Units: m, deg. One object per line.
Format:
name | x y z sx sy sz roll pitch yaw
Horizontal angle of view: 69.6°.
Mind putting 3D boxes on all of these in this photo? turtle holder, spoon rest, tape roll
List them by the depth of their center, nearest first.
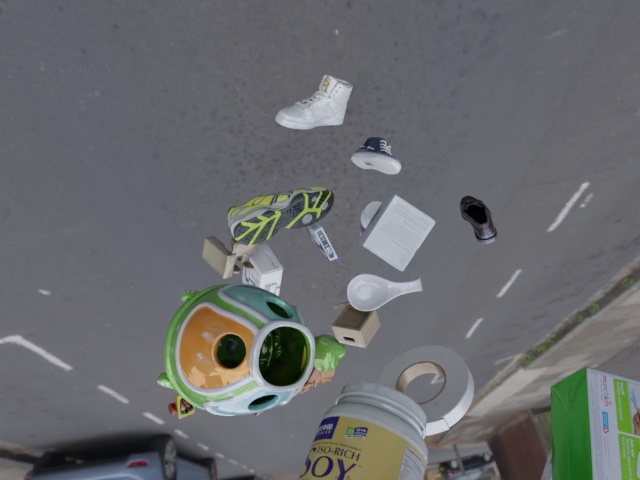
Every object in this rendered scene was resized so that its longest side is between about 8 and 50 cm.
turtle holder | -0.115 0.217 0.851 0.227 0.243 0.320 -6 137 44
spoon rest | 0.233 0.178 1.675 0.276 0.137 0.084 -10 178 5
tape roll | 0.405 0.579 1.812 0.392 0.392 0.072 -22 117 14

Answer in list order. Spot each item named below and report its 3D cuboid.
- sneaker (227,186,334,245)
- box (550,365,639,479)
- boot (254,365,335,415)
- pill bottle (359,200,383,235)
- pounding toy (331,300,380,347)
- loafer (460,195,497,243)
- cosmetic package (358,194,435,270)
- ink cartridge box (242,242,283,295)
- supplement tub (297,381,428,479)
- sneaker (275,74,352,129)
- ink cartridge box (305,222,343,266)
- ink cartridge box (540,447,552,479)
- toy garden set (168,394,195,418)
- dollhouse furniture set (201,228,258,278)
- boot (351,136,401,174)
sneaker | -0.130 -0.116 1.536 0.384 0.147 0.145 -18 135 -26
box | 0.484 0.353 0.679 0.231 0.262 0.127 13 148 4
boot | -0.087 0.405 1.323 0.220 0.109 0.283 -6 141 -25
pill bottle | 0.197 -0.065 1.657 0.108 0.108 0.193 -13 159 -1
pounding toy | 0.133 0.297 1.749 0.181 0.206 0.094 3 124 37
loafer | 0.633 -0.109 1.855 0.109 0.303 0.095 -21 124 12
cosmetic package | 0.232 -0.027 1.440 0.184 0.151 0.151 -57 -177 4
ink cartridge box | -0.282 0.181 2.194 0.114 0.198 0.273 -14 135 -29
supplement tub | 0.082 0.488 0.938 0.241 0.331 0.241 15 137 15
sneaker | -0.017 -0.463 1.508 0.292 0.108 0.169 -21 143 -42
ink cartridge box | 0.000 0.000 1.892 0.045 0.206 0.208 -32 118 -6
ink cartridge box | 0.570 0.577 1.074 0.092 0.219 0.160 19 158 26
toy garden set | -0.270 0.325 1.149 0.203 0.049 0.244 -9 118 -38
dollhouse furniture set | -0.342 0.048 1.920 0.242 0.161 0.212 -14 130 -46
boot | 0.161 -0.234 1.226 0.069 0.190 0.086 42 81 -35
